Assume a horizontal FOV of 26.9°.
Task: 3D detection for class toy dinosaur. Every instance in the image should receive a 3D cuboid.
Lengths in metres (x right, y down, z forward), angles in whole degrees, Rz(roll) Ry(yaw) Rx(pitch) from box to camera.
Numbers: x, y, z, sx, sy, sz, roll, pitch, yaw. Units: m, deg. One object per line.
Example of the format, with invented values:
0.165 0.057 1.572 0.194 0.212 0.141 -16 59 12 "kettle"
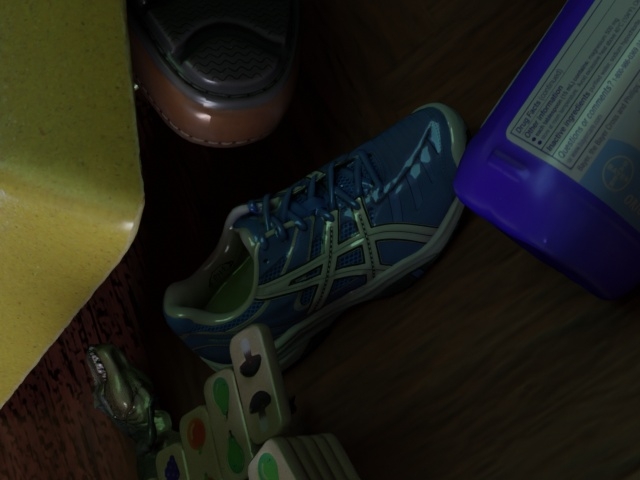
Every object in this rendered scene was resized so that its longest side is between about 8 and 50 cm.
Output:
-0.058 0.154 0.751 0.118 0.064 0.268 -45 52 31 "toy dinosaur"

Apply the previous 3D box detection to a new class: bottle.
0.183 -0.110 0.654 0.092 0.118 0.283 37 93 41 "bottle"

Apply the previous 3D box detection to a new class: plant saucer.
-0.214 -0.093 0.845 0.333 0.081 0.333 -43 49 53 "plant saucer"

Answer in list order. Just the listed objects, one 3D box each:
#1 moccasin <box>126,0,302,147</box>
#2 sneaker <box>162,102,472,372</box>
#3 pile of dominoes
-0.119 -0.171 0.888 0.380 0.139 0.147 51 139 42 "moccasin"
0.000 0.000 0.761 0.211 0.081 0.080 -44 49 10 "sneaker"
-0.060 0.188 0.676 0.251 0.040 0.196 -55 50 32 "pile of dominoes"
